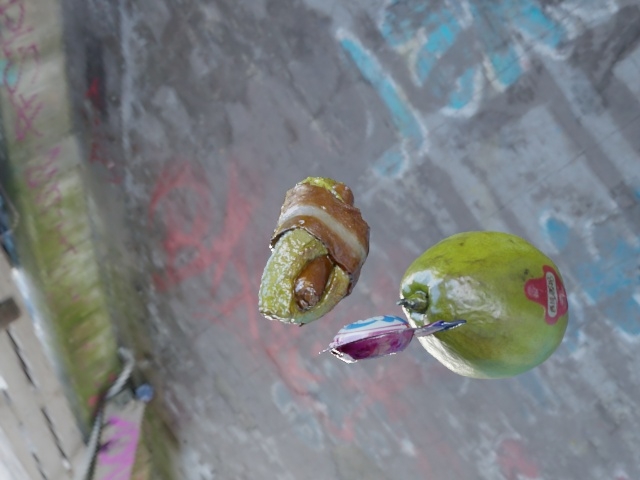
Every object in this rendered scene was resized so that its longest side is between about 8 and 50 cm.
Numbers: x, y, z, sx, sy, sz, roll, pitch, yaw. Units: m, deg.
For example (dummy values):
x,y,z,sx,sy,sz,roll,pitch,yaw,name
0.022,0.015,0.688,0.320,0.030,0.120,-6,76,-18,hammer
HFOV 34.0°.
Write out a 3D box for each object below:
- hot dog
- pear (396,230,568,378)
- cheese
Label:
x,y,z,sx,sy,sz,roll,pitch,yaw,name
0.006,0.000,1.222,0.093,0.262,0.123,-26,122,33,hot dog
0.293,0.119,1.978,0.287,0.375,0.287,-8,80,54,pear
0.115,0.151,1.665,0.155,0.244,0.062,145,114,-65,cheese
